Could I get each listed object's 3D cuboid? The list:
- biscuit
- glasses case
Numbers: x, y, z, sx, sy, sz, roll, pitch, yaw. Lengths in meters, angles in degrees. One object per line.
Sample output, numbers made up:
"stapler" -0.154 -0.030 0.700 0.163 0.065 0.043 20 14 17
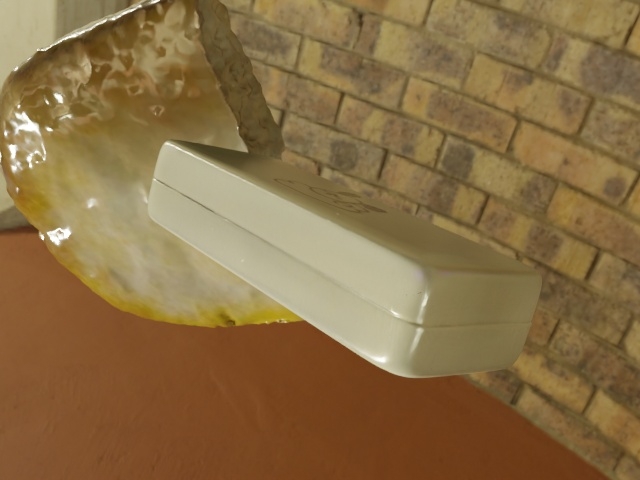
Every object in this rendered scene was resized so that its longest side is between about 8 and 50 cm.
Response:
"biscuit" -0.204 -0.060 0.952 0.446 0.429 0.104 -11 -148 32
"glasses case" 0.000 0.000 0.561 0.131 0.070 0.312 5 -164 -43
